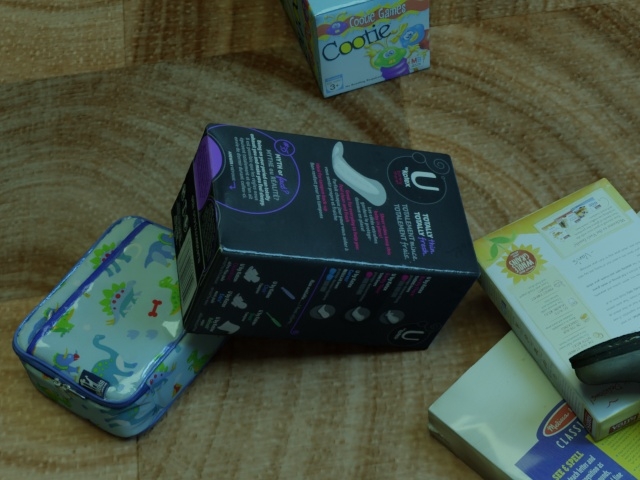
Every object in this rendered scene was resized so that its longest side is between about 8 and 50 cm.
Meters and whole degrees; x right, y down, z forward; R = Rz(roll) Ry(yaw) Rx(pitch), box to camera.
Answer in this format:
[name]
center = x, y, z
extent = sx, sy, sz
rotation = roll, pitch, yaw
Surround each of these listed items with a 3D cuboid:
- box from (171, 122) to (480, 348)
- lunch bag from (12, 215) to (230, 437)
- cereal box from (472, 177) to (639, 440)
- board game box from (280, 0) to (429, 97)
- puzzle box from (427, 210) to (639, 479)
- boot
[box]
center = 0.000, 0.000, 1.378
extent = 0.270, 0.143, 0.165
rotation = 6, 51, -19
[lunch bag]
center = -0.201, 0.085, 1.424
extent = 0.176, 0.090, 0.219
rotation = 27, 60, 26
[cereal box]
center = 0.279, 0.063, 1.352
extent = 0.173, 0.047, 0.240
rotation = -24, 56, -12
[board game box]
center = 0.021, -0.333, 1.674
extent = 0.144, 0.142, 0.275
rotation = -17, 54, -7
[puzzle box]
center = 0.340, 0.132, 1.358
extent = 0.409, 0.052, 0.272
rotation = -39, 60, -21
[boot]
center = 0.356, 0.154, 1.231
extent = 0.246, 0.083, 0.161
rotation = -6, 84, -9
